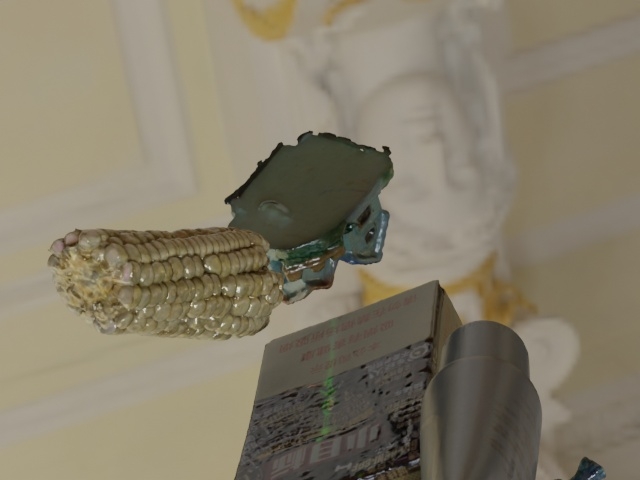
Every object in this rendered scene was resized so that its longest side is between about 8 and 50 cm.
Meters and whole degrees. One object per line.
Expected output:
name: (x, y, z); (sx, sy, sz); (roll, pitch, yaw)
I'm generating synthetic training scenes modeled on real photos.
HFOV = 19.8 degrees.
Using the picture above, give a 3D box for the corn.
corn: (-0.103, 0.032, 1.257); (0.087, 0.087, 0.211); (10, -173, 30)

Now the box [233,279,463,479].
box: (0.033, 0.174, 1.731); (0.198, 0.084, 0.310); (-21, -156, 17)

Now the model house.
model house: (0.000, 0.000, 1.676); (0.119, 0.149, 0.148); (20, -122, 30)

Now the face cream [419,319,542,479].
face cream: (0.105, 0.154, 1.231); (0.086, 0.135, 0.385); (-8, -162, 10)

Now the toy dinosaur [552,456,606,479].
toy dinosaur: (0.150, 0.236, 1.453); (0.147, 0.076, 0.363); (-57, -151, -14)
